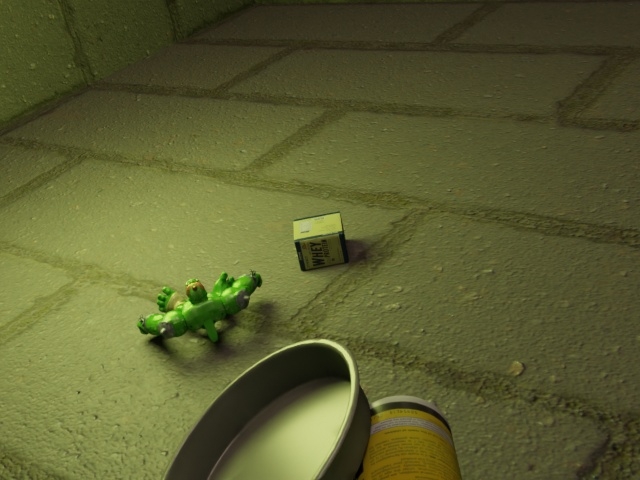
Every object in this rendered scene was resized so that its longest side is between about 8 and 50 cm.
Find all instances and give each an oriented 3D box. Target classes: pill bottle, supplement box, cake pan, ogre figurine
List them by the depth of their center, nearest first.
[{"bbox_3d":[0.088,0.264,0.888,0.119,0.119,0.208,-11,27,4],"label":"pill bottle"},{"bbox_3d":[-0.060,0.235,0.957,0.293,0.054,0.293,-35,23,18],"label":"cake pan"},{"bbox_3d":[-0.177,0.101,1.337,0.197,0.097,0.118,-3,7,-13],"label":"ogre figurine"},{"bbox_3d":[0.000,0.000,1.480,0.083,0.056,0.083,-11,28,3],"label":"supplement box"}]
